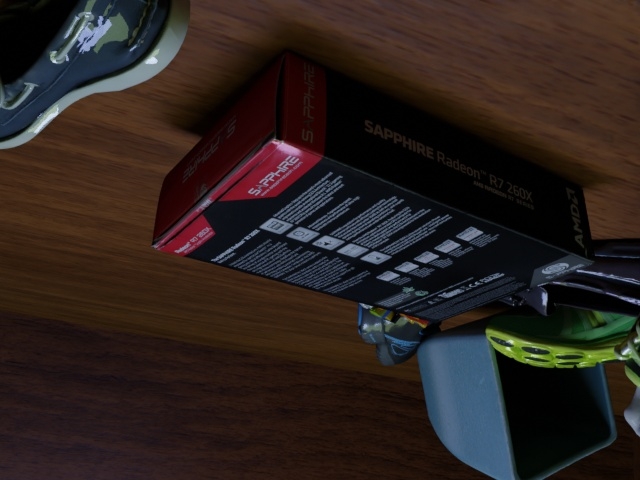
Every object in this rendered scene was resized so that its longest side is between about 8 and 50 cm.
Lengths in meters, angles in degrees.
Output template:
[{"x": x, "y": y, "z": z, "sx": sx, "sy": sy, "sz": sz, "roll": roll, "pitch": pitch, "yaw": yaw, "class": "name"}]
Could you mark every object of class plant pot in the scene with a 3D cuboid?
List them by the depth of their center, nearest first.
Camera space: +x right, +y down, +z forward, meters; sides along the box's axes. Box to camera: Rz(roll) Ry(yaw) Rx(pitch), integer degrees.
[{"x": 0.307, "y": 0.243, "z": 1.186, "sx": 0.248, "sy": 0.247, "sz": 0.252, "roll": -12, "pitch": -179, "yaw": -31, "class": "plant pot"}]

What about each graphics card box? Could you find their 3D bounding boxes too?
[{"x": 0.056, "y": -0.022, "z": 0.674, "sx": 0.371, "sy": 0.094, "sz": 0.233, "roll": 18, "pitch": 149, "yaw": -30, "class": "graphics card box"}]

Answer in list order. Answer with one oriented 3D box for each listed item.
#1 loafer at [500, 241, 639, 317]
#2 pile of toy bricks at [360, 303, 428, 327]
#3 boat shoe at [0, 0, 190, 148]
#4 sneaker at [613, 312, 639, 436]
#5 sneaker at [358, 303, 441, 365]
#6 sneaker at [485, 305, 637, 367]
[{"x": 0.315, "y": 0.058, "z": 0.897, "sx": 0.303, "sy": 0.095, "sz": 0.109, "roll": -3, "pitch": 161, "yaw": 34, "class": "loafer"}, {"x": 0.099, "y": 0.045, "z": 0.987, "sx": 0.105, "sy": 0.118, "sz": 0.212, "roll": 45, "pitch": 167, "yaw": -20, "class": "pile of toy bricks"}, {"x": -0.203, "y": -0.129, "z": 0.482, "sx": 0.255, "sy": 0.095, "sz": 0.079, "roll": -6, "pitch": 161, "yaw": 37, "class": "boat shoe"}, {"x": 0.364, "y": 0.084, "z": 0.645, "sx": 0.147, "sy": 0.145, "sz": 0.384, "roll": -27, "pitch": 129, "yaw": -2, "class": "sneaker"}, {"x": 0.171, "y": 0.171, "z": 1.318, "sx": 0.140, "sy": 0.125, "sz": 0.341, "roll": -3, "pitch": 164, "yaw": 16, "class": "sneaker"}, {"x": 0.383, "y": 0.114, "z": 0.991, "sx": 0.296, "sy": 0.123, "sz": 0.109, "roll": -5, "pitch": 155, "yaw": 5, "class": "sneaker"}]
